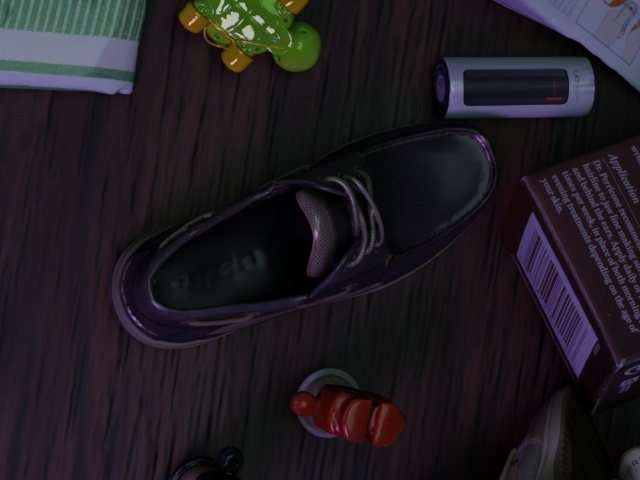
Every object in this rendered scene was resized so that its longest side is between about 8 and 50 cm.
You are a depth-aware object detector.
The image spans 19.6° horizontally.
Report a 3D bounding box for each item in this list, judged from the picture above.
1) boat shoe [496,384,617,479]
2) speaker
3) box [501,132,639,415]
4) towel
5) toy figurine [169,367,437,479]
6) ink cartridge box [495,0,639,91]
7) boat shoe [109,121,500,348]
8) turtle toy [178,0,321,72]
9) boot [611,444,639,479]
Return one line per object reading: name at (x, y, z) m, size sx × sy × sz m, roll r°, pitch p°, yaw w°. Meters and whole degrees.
boat shoe at (0.180, 0.216, 1.529) m, size 0.098 × 0.302 × 0.109 m, roll -24°, pitch 107°, yaw 20°
speaker at (0.170, -0.134, 1.625) m, size 0.136 × 0.055 × 0.055 m, roll -1°, pitch 90°, yaw -13°
box at (0.369, -0.014, 1.600) m, size 0.381 × 0.143 × 0.191 m, roll -20°, pitch 69°, yaw -10°
towel at (-0.262, -0.288, 1.541) m, size 0.248 × 0.038 × 0.324 m, roll 3°, pitch 87°, yaw -14°
toy figurine at (0.000, 0.233, 1.544) m, size 0.213 × 0.148 × 0.209 m, roll -37°, pitch 103°, yaw -13°
ink cartridge box at (0.231, -0.341, 1.646) m, size 0.385 × 0.091 × 0.308 m, roll 34°, pitch 82°, yaw -27°
boat shoe at (0.000, 0.000, 1.546) m, size 0.355 × 0.130 × 0.132 m, roll -26°, pitch 95°, yaw -12°
turtle toy at (-0.053, -0.192, 1.569) m, size 0.130 × 0.066 × 0.095 m, roll 43°, pitch 104°, yaw -12°
boot at (0.286, 0.256, 1.469) m, size 0.262 × 0.095 × 0.203 m, roll -4°, pitch 55°, yaw -43°
